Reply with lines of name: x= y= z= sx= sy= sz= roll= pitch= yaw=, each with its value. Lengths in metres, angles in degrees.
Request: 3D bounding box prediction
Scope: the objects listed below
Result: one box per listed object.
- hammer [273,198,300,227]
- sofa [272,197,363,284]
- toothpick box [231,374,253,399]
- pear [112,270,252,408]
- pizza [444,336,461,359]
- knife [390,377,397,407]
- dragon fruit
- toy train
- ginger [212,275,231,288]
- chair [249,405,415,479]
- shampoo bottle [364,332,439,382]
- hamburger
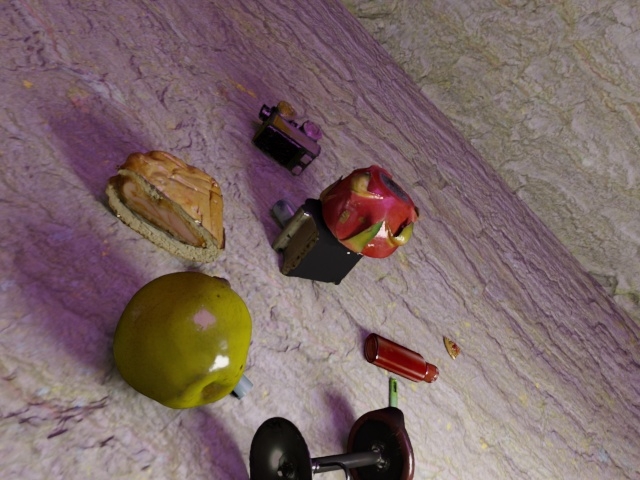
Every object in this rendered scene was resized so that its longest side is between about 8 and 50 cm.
hammer: x=-0.068 y=-0.089 z=1.882 sx=0.116 sy=0.069 sz=0.194 roll=54 pitch=33 yaw=9
sofa: x=0.000 y=0.000 z=1.778 sx=0.258 sy=0.200 sz=0.182 roll=12 pitch=39 yaw=-37
toothpick box: x=-0.206 y=0.331 z=1.381 sx=0.083 sy=0.052 sz=0.052 roll=46 pitch=37 yaw=-4
pear: x=-0.290 y=0.202 z=1.237 sx=0.294 sy=0.294 sz=0.294 roll=26 pitch=42 yaw=-27
pizza: x=0.470 y=0.374 z=2.041 sx=0.078 sy=0.025 sz=0.083 roll=1 pitch=57 yaw=-42
knife: x=0.205 y=0.490 z=1.685 sx=0.054 sy=0.015 sz=0.212 roll=26 pitch=43 yaw=-16
dragon fruit: x=0.161 y=-0.097 z=1.701 sx=0.290 sy=0.189 sz=0.291 roll=28 pitch=33 yaw=-21
toy train: x=-0.109 y=-0.361 z=2.017 sx=0.261 sy=0.134 sz=0.177 roll=34 pitch=39 yaw=-17
ginger: x=-0.256 y=0.178 z=1.444 sx=0.104 sy=0.080 sz=0.204 roll=21 pitch=47 yaw=-24
chair: x=0.057 y=0.508 z=1.349 sx=0.401 sy=0.226 sz=0.227 roll=9 pitch=52 yaw=-41
shampoo bottle: x=0.253 y=0.373 z=1.793 sx=0.260 sy=0.064 sz=0.102 roll=28 pitch=38 yaw=-26
hamburger: x=-0.368 y=-0.100 z=1.509 sx=0.330 sy=0.162 sz=0.209 roll=37 pitch=36 yaw=-12
